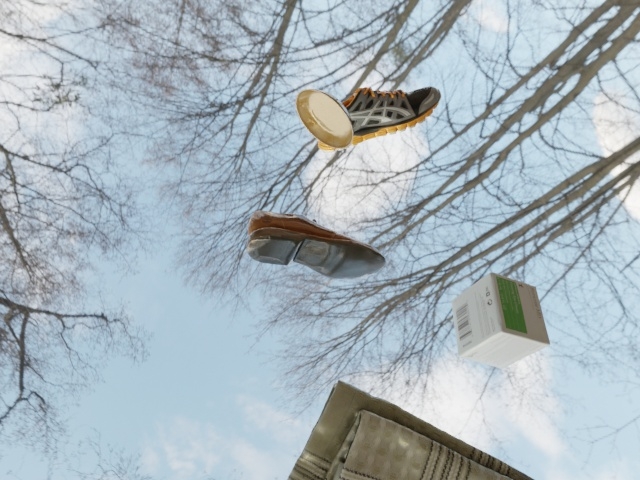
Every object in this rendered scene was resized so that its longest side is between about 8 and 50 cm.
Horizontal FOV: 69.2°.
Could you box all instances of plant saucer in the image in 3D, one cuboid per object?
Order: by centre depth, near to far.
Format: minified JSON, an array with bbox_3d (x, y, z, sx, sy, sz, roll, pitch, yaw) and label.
[{"bbox_3d":[0.008,-0.144,0.541,0.083,0.083,0.015,39,-112,1],"label":"plant saucer"}]

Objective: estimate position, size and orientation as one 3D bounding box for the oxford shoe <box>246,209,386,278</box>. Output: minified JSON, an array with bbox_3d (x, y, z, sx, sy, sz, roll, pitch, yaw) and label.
[{"bbox_3d":[0.000,0.000,0.651,0.212,0.076,0.076,17,-139,-27],"label":"oxford shoe"}]

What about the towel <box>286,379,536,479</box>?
[{"bbox_3d":[0.084,0.335,0.414,0.324,0.056,0.312,26,-97,4],"label":"towel"}]

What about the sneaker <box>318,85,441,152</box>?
[{"bbox_3d":[0.090,-0.213,0.755,0.215,0.084,0.083,-19,-67,2],"label":"sneaker"}]

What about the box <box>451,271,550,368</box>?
[{"bbox_3d":[0.265,0.122,0.696,0.087,0.102,0.101,18,-129,-17],"label":"box"}]
